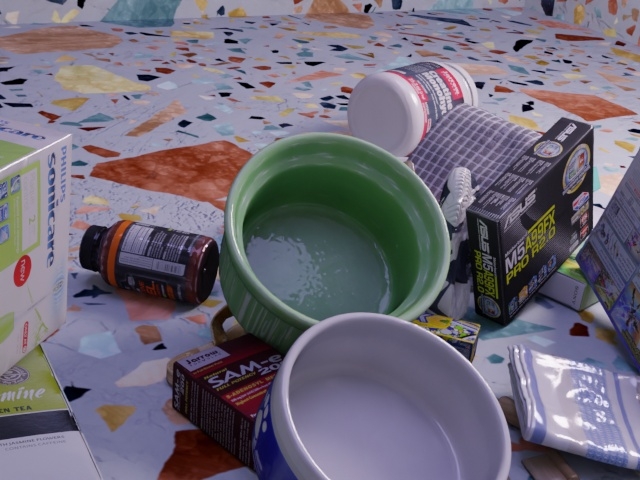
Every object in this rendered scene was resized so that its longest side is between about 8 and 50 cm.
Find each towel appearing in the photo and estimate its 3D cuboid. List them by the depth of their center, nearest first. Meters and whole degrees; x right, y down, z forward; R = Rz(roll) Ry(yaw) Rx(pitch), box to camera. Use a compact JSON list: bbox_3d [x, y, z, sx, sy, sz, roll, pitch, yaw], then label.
[{"bbox_3d":[0.382,0.222,1.329,0.285,0.034,0.209,15,25,-2],"label":"towel"},{"bbox_3d":[0.243,-0.087,1.756,0.283,0.121,0.235,-48,46,-10],"label":"towel"}]

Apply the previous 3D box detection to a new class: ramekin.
[{"bbox_3d":[0.007,0.019,1.394,0.303,0.148,0.303,8,59,-13],"label":"ramekin"}]

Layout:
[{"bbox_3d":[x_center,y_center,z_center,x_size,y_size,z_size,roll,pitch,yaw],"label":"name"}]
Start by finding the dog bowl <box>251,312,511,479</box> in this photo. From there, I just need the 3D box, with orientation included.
[{"bbox_3d":[0.064,0.211,1.114,0.265,0.104,0.265,15,44,-15],"label":"dog bowl"}]

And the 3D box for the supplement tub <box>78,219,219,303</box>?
[{"bbox_3d":[-0.260,0.028,1.565,0.198,0.106,0.106,11,25,12],"label":"supplement tub"}]

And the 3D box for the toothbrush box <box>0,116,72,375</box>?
[{"bbox_3d":[-0.336,0.027,0.890,0.122,0.206,0.283,13,23,12],"label":"toothbrush box"}]

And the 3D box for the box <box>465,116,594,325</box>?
[{"bbox_3d":[0.331,-0.031,1.606,0.060,0.216,0.270,24,51,35],"label":"box"}]

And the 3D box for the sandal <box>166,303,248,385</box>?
[{"bbox_3d":[-0.116,0.123,1.418,0.088,0.079,0.240,21,28,29],"label":"sandal"}]

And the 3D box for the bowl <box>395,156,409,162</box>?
[{"bbox_3d":[0.190,-0.128,2.083,0.142,0.053,0.142,2,24,-6],"label":"bowl"}]

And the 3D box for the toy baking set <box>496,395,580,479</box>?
[{"bbox_3d":[0.195,0.242,1.289,0.197,0.030,0.256,-16,32,-40],"label":"toy baking set"}]

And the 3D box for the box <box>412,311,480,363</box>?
[{"bbox_3d":[0.138,0.136,1.482,0.169,0.054,0.059,13,26,14],"label":"box"}]

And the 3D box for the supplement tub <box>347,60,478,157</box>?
[{"bbox_3d":[0.206,-0.291,2.279,0.191,0.191,0.272,23,29,33],"label":"supplement tub"}]

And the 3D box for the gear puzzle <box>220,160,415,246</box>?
[{"bbox_3d":[0.000,0.000,1.588,0.339,0.175,0.044,-15,-25,17],"label":"gear puzzle"}]

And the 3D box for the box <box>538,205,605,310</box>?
[{"bbox_3d":[0.443,0.014,1.822,0.232,0.058,0.322,25,32,37],"label":"box"}]

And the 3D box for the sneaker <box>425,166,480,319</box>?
[{"bbox_3d":[0.158,0.001,1.599,0.153,0.235,0.094,7,8,32],"label":"sneaker"}]

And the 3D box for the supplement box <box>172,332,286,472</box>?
[{"bbox_3d":[-0.059,0.207,1.255,0.130,0.073,0.239,-18,33,-40],"label":"supplement box"}]

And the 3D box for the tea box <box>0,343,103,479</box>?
[{"bbox_3d":[-0.396,0.237,0.927,0.329,0.220,0.323,-5,27,-25],"label":"tea box"}]

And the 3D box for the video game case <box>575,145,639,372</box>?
[{"bbox_3d":[0.499,0.021,1.525,0.061,0.244,0.269,10,36,-20],"label":"video game case"}]

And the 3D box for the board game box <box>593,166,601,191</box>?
[{"bbox_3d":[0.396,-0.089,1.947,0.210,0.047,0.160,-8,9,39],"label":"board game box"}]

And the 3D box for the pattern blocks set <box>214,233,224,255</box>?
[{"bbox_3d":[-0.013,-0.029,1.706,0.325,0.026,0.285,-34,38,-23],"label":"pattern blocks set"}]
